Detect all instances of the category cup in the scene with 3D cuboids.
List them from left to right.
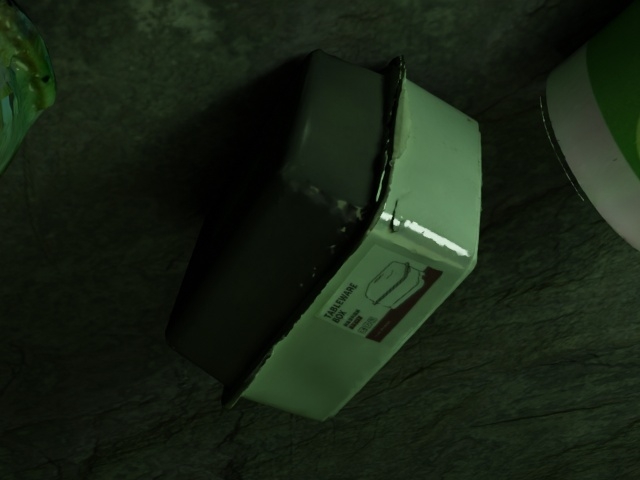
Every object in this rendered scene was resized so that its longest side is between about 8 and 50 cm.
[{"bbox_3d":[0.335,-0.128,0.743,0.253,0.253,0.274,21,141,-38],"label":"cup"}]

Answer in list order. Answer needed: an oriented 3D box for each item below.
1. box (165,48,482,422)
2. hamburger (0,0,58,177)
[{"bbox_3d":[0.000,0.000,0.809,0.166,0.221,0.290,26,132,-13],"label":"box"},{"bbox_3d":[-0.285,-0.107,0.610,0.192,0.168,0.288,-17,144,7],"label":"hamburger"}]
